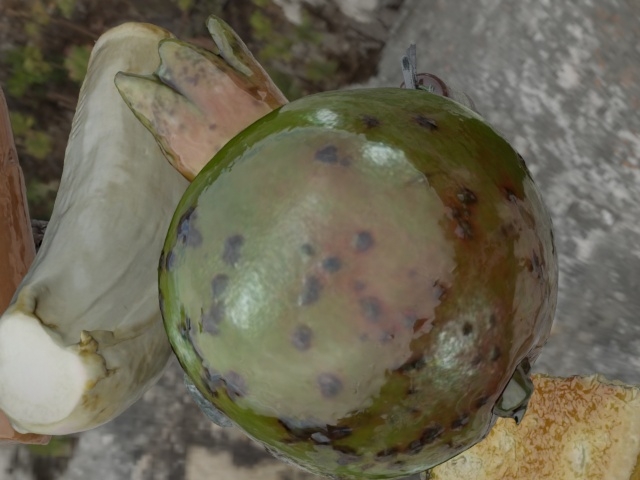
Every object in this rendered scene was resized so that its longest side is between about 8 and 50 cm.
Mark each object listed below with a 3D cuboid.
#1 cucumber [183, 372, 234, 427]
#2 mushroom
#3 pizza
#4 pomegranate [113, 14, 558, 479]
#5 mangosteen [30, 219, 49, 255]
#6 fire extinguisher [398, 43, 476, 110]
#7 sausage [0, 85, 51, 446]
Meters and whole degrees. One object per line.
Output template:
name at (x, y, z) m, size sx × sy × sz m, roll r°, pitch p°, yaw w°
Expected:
cucumber at (-0.140, 0.200, 1.879) m, size 0.064 × 0.112 × 0.064 m, roll -12°, pitch 54°, yaw 17°
mushroom at (-0.122, -0.010, 0.840) m, size 0.095 × 0.122 × 0.351 m, roll -13°, pitch 33°, yaw 11°
pizza at (0.165, 0.185, 1.207) m, size 0.229 × 0.081 × 0.289 m, roll 49°, pitch 118°, yaw 34°
pomegranate at (0.000, 0.000, 0.549) m, size 0.159 × 0.159 × 0.205 m, roll -46°, pitch 71°, yaw 14°
mangosteen at (-0.381, 0.109, 1.843) m, size 0.233 × 0.287 × 0.287 m, roll 40°, pitch 103°, yaw -6°
fire extinguisher at (0.137, -0.183, 1.795) m, size 0.071 × 0.231 × 0.099 m, roll -6°, pitch 84°, yaw 18°
sausage at (-0.275, 0.012, 1.082) m, size 0.121 × 0.121 × 0.304 m, roll -16°, pitch 79°, yaw 26°
